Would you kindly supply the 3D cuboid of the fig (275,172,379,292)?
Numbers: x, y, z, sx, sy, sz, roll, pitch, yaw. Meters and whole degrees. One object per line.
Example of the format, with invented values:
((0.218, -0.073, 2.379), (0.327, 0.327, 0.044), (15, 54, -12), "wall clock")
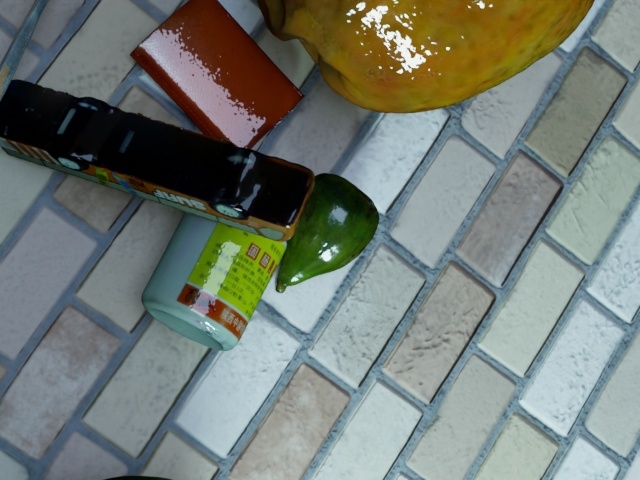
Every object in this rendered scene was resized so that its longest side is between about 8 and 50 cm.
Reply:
((0.000, 0.000, 1.838), (0.117, 0.117, 0.177), (36, 84, -12), "fig")

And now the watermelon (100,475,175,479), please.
((-0.222, 0.453, 1.585), (0.363, 0.363, 0.363), (2, 83, -19), "watermelon")

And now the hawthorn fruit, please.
((0.127, -0.388, 1.757), (0.471, 0.472, 0.472), (2, 83, -19), "hawthorn fruit")

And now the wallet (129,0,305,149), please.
((-0.136, -0.220, 1.842), (0.142, 0.045, 0.204), (-45, 98, -16), "wallet")

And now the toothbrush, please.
((-0.362, -0.288, 1.742), (0.037, 0.028, 0.375), (30, 61, -20), "toothbrush")

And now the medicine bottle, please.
((-0.123, 0.016, 1.768), (0.139, 0.139, 0.225), (30, 75, -13), "medicine bottle")

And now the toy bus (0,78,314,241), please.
((-0.206, -0.099, 1.692), (0.408, 0.092, 0.093), (18, 72, 11), "toy bus")
